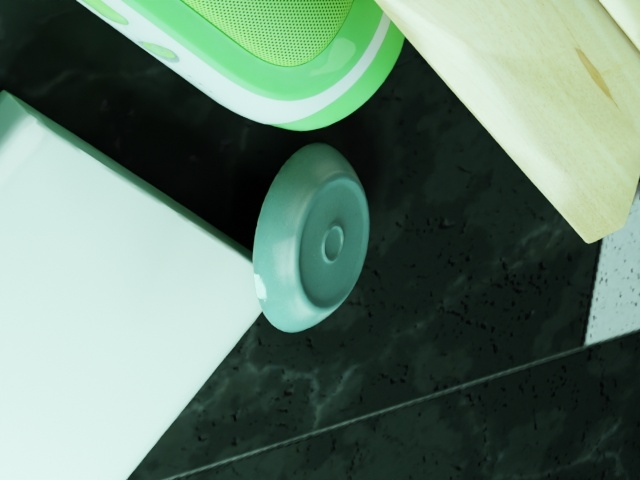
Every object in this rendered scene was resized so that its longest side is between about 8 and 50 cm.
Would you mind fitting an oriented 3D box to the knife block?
[{"bbox_3d":[0.070,-0.146,1.017,0.242,0.088,0.275,10,130,3],"label":"knife block"}]

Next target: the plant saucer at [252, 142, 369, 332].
[{"bbox_3d":[0.000,0.000,1.191,0.119,0.021,0.119,-26,121,-54],"label":"plant saucer"}]

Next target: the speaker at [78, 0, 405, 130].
[{"bbox_3d":[-0.080,-0.168,0.984,0.131,0.131,0.296,-51,135,4],"label":"speaker"}]

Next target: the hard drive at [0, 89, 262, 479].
[{"bbox_3d":[-0.207,0.108,1.134,0.353,0.047,0.233,-51,135,4],"label":"hard drive"}]
